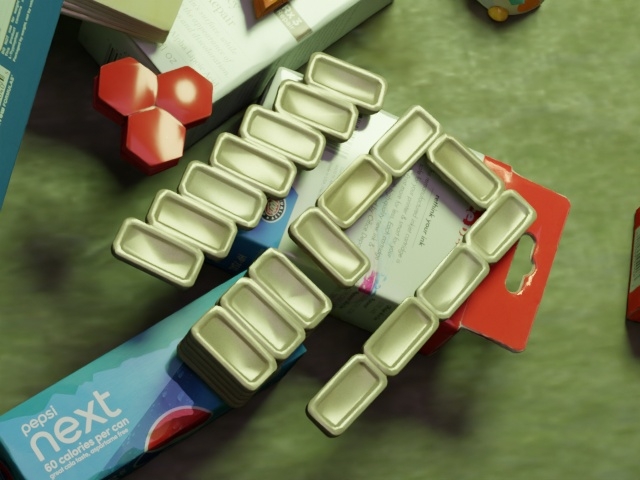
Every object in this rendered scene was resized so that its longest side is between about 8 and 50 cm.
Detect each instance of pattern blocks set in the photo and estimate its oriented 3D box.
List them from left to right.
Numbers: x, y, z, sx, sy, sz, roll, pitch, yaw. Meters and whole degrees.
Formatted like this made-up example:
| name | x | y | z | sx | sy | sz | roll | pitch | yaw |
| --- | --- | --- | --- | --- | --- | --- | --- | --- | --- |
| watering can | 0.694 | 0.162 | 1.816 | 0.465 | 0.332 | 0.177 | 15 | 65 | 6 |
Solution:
| name | x | y | z | sx | sy | sz | roll | pitch | yaw |
| --- | --- | --- | --- | --- | --- | --- | --- | --- | --- |
| pattern blocks set | -0.145 | -0.225 | 1.365 | 0.285 | 0.026 | 0.325 | 30 | 63 | -5 |

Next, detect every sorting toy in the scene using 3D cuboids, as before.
| name | x | y | z | sx | sy | sz | roll | pitch | yaw |
| --- | --- | --- | --- | --- | --- | --- | --- | --- | --- |
| sorting toy | 0.139 | -0.210 | 1.507 | 0.083 | 0.075 | 0.045 | 41 | 65 | 1 |

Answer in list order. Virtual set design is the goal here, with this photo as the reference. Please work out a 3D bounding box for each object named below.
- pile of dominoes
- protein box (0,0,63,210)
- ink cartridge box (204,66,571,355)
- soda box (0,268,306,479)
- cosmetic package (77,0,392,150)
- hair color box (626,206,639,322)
| name | x | y | z | sx | sy | sz | roll | pitch | yaw |
| --- | --- | --- | --- | --- | --- | --- | --- | --- | --- |
| pile of dominoes | 0.000 | 0.000 | 1.338 | 0.196 | 0.040 | 0.251 | 44 | 60 | 2 |
| protein box | -0.280 | -0.113 | 1.153 | 0.201 | 0.136 | 0.200 | 34 | 65 | -49 |
| ink cartridge box | 0.045 | -0.010 | 1.404 | 0.231 | 0.078 | 0.134 | 24 | 67 | -7 |
| soda box | -0.117 | 0.105 | 1.320 | 0.210 | 0.067 | 0.071 | -31 | 81 | -23 |
| cosmetic package | -0.048 | -0.177 | 1.435 | 0.231 | 0.085 | 0.117 | -39 | 85 | -24 |
| hair color box | 0.317 | 0.028 | 1.485 | 0.167 | 0.053 | 0.093 | 14 | 66 | -13 |
